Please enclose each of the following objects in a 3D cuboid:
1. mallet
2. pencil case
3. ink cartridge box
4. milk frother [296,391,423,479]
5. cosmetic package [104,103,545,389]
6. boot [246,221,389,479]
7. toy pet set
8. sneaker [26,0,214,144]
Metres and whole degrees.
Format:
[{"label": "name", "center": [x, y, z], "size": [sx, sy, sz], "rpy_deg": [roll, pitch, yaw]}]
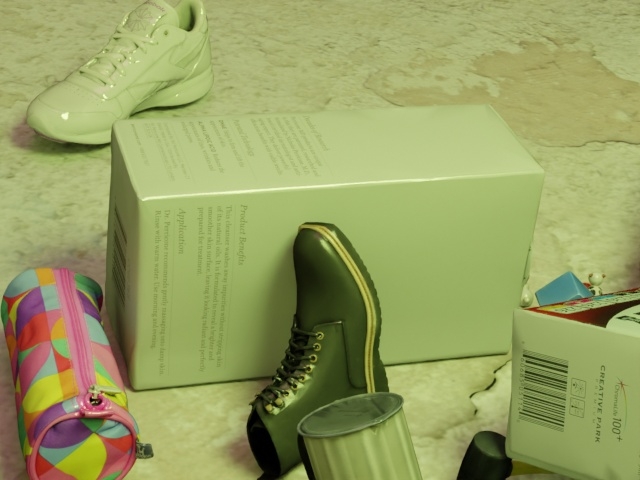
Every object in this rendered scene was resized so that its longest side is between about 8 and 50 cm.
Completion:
[{"label": "mallet", "center": [0.206, 0.186, 1.120], "size": [0.190, 0.062, 0.039], "rpy_deg": [-5, 34, -18]}, {"label": "pencil case", "center": [-0.217, 0.114, 1.128], "size": [0.104, 0.104, 0.236], "rpy_deg": [-6, 32, -19]}, {"label": "ink cartridge box", "center": [0.354, 0.121, 1.062], "size": [0.309, 0.130, 0.272], "rpy_deg": [-7, 13, -43]}, {"label": "milk frother", "center": [0.005, 0.203, 0.985], "size": [0.129, 0.134, 0.143], "rpy_deg": [-8, 12, 44]}, {"label": "cosmetic package", "center": [0.000, 0.000, 1.245], "size": [0.385, 0.217, 0.156], "rpy_deg": [-3, 33, -18]}, {"label": "boot", "center": [-0.016, 0.096, 1.106], "size": [0.137, 0.197, 0.077], "rpy_deg": [-27, 18, -37]}, {"label": "toy pet set", "center": [0.237, 0.049, 1.346], "size": [0.122, 0.065, 0.114], "rpy_deg": [2, 31, -6]}, {"label": "sneaker", "center": [-0.247, -0.217, 1.614], "size": [0.114, 0.152, 0.305], "rpy_deg": [25, 37, 24]}]
